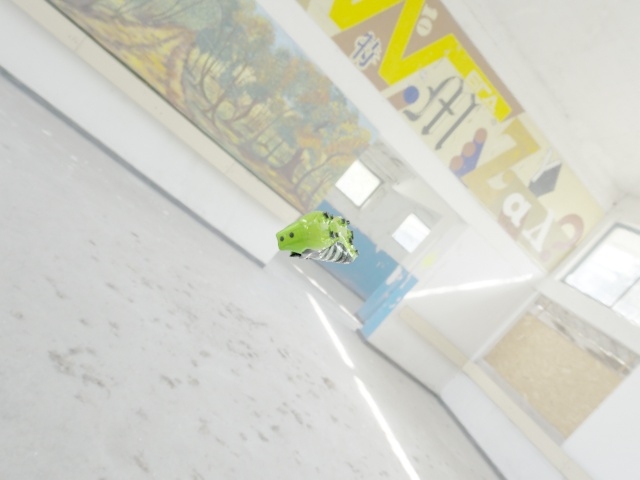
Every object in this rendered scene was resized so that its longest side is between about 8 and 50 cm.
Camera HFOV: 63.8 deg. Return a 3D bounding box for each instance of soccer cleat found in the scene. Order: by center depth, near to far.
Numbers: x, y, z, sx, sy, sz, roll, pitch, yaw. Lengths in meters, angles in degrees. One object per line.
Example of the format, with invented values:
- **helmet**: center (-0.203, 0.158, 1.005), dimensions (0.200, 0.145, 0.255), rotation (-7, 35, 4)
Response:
- **soccer cleat**: center (0.000, 0.000, 0.649), dimensions (0.179, 0.072, 0.060), rotation (26, 47, -70)
